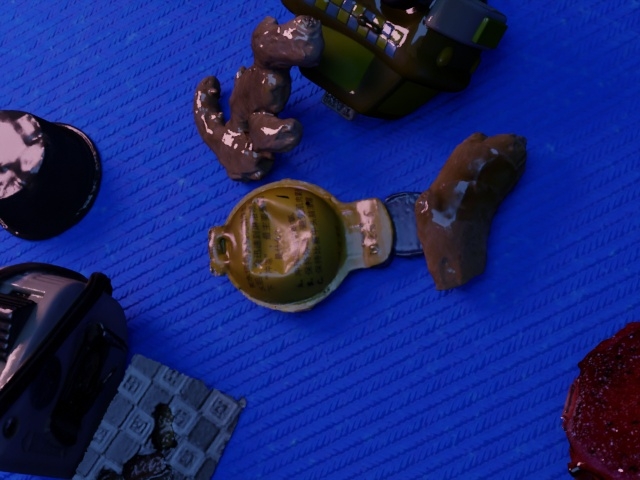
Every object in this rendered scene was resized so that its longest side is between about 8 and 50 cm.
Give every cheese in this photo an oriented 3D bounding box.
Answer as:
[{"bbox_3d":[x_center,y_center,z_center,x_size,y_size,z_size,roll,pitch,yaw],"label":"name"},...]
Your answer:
[{"bbox_3d":[0.000,0.000,1.136,0.250,0.064,0.156,-8,73,5],"label":"cheese"}]

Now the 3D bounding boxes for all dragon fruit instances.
[{"bbox_3d":[0.326,0.177,0.933,0.189,0.163,0.261,43,53,0],"label":"dragon fruit"}]

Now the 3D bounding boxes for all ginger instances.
[{"bbox_3d":[-0.059,-0.155,1.146,0.259,0.065,0.149,-26,82,52],"label":"ginger"},{"bbox_3d":[0.156,-0.036,1.093,0.095,0.069,0.190,28,82,14],"label":"ginger"}]

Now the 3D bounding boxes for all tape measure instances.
[{"bbox_3d":[-0.300,0.128,1.075,0.133,0.271,0.231,12,79,20],"label":"tape measure"}]

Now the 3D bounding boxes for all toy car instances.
[{"bbox_3d":[0.058,-0.232,1.140,0.248,0.204,0.198,37,110,21],"label":"toy car"}]

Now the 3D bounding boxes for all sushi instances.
[{"bbox_3d":[-0.184,0.237,1.136,0.139,0.031,0.201,26,80,1],"label":"sushi"}]

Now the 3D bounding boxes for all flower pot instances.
[{"bbox_3d":[-0.362,-0.089,1.251,0.157,0.107,0.157,-6,72,17],"label":"flower pot"}]
